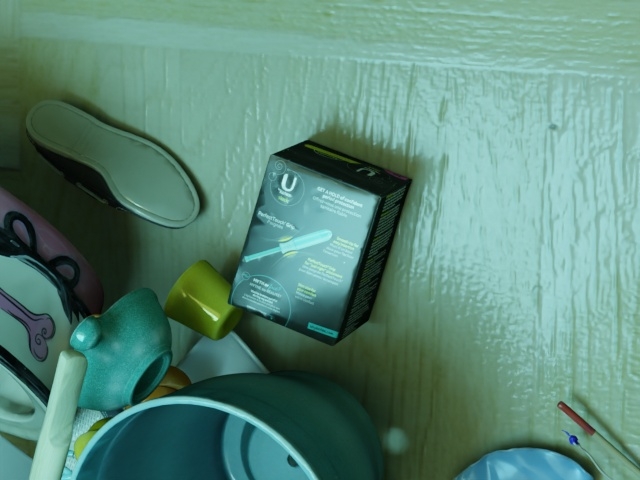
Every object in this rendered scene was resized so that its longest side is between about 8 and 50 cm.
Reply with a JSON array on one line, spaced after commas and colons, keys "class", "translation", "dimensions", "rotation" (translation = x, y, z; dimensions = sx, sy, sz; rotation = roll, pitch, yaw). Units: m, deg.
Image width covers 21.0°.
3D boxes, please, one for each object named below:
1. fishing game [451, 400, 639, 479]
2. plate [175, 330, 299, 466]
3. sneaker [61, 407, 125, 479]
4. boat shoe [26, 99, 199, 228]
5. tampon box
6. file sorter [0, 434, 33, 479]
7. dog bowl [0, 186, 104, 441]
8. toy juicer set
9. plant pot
[{"class": "fishing game", "translation": [0.209, 0.290, 1.716], "dimensions": [0.189, 0.041, 0.264], "rotation": [40, 108, 0]}, {"class": "plate", "translation": [-0.090, 0.266, 1.825], "dimensions": [0.278, 0.045, 0.277], "rotation": [47, 113, 7]}, {"class": "sneaker", "translation": [-0.257, 0.292, 1.806], "dimensions": [0.110, 0.122, 0.283], "rotation": [16, 107, 20]}, {"class": "boat shoe", "translation": [-0.215, -0.072, 1.800], "dimensions": [0.206, 0.075, 0.065], "rotation": [32, 155, 7]}, {"class": "tampon box", "translation": [0.000, 0.000, 1.695], "dimensions": [0.120, 0.101, 0.161], "rotation": [22, 109, 15]}, {"class": "file sorter", "translation": [-0.444, 0.283, 1.817], "dimensions": [0.173, 0.277, 0.192], "rotation": [-6, 56, 26]}, {"class": "dog bowl", "translation": [-0.397, 0.035, 1.730], "dimensions": [0.408, 0.408, 0.150], "rotation": [23, 69, 16]}, {"class": "toy juicer set", "translation": [-0.210, 0.136, 1.651], "dimensions": [0.089, 0.329, 0.209], "rotation": [35, 113, 16]}, {"class": "plant pot", "translation": [-0.061, 0.244, 1.644], "dimensions": [0.272, 0.255, 0.271], "rotation": [5, 103, 21]}]
